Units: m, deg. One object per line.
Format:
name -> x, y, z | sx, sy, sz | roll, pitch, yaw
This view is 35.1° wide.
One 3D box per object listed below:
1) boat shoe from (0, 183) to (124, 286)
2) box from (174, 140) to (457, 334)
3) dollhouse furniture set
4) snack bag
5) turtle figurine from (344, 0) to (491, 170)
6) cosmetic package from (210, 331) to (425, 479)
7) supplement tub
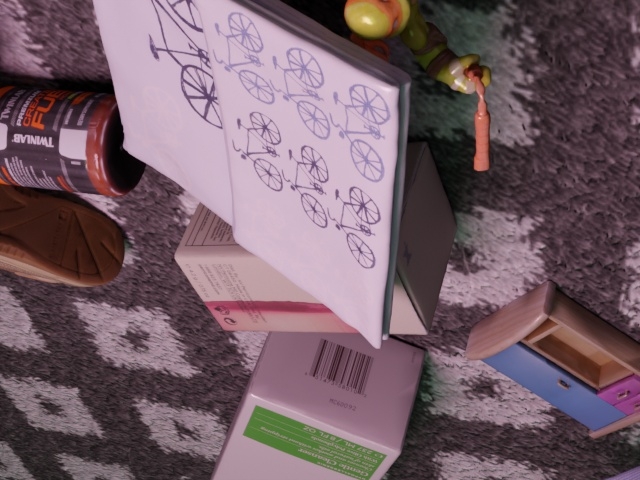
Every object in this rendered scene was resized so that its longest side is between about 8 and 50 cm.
boat shoe -> -0.393, -0.027, 1.152 | 0.341, 0.122, 0.110 | 32, 151, -32
box -> 0.000, 0.000, 1.006 | 0.232, 0.148, 0.127 | -1, 138, 26
dollhouse furniture set -> 0.270, 0.212, 1.012 | 0.198, 0.303, 0.286 | 31, 142, -14
snack bag -> -0.071, -0.093, 0.795 | 0.342, 0.037, 0.323 | 37, 153, 23
turtle figurine -> 0.059, -0.191, 0.686 | 0.087, 0.217, 0.269 | -11, 133, 34
cosmetic package -> -0.019, 0.253, 1.321 | 0.197, 0.155, 0.365 | 20, 141, -1
supplement tub -> -0.285, -0.105, 1.047 | 0.198, 0.106, 0.106 | 6, 140, 17
